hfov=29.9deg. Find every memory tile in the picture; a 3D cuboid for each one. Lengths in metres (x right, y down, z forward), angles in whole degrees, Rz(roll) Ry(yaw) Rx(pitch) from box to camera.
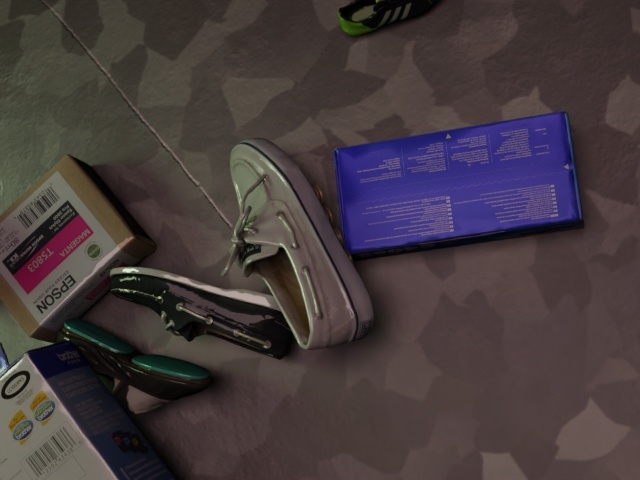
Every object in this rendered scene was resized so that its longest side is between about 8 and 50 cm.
[{"bbox_3d":[0.000,0.000,1.793,0.012,0.113,0.148,-16,72,-28],"label":"memory tile"}]

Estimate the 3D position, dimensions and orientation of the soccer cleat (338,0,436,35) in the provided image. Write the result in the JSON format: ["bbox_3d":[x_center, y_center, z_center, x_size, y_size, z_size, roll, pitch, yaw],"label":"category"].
[{"bbox_3d":[0.111,-0.368,1.842,0.179,0.072,0.060,-25,75,9],"label":"soccer cleat"}]

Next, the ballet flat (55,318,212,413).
[{"bbox_3d":[-0.289,0.204,1.838,0.280,0.095,0.096,19,102,27],"label":"ballet flat"}]

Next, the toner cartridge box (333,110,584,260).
[{"bbox_3d":[0.201,-0.077,1.766,0.348,0.075,0.165,-8,80,13],"label":"toner cartridge box"}]

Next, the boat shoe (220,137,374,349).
[{"bbox_3d":[-0.077,0.009,1.753,0.156,0.136,0.367,-17,65,-29],"label":"boat shoe"}]

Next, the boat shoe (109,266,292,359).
[{"bbox_3d":[-0.186,0.108,1.812,0.302,0.114,0.091,10,77,17],"label":"boat shoe"}]

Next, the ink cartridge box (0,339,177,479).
[{"bbox_3d":[-0.410,0.336,1.768,0.270,0.151,0.395,-41,82,13],"label":"ink cartridge box"}]

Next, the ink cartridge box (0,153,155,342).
[{"bbox_3d":[-0.413,0.013,1.901,0.235,0.088,0.193,-43,72,3],"label":"ink cartridge box"}]
